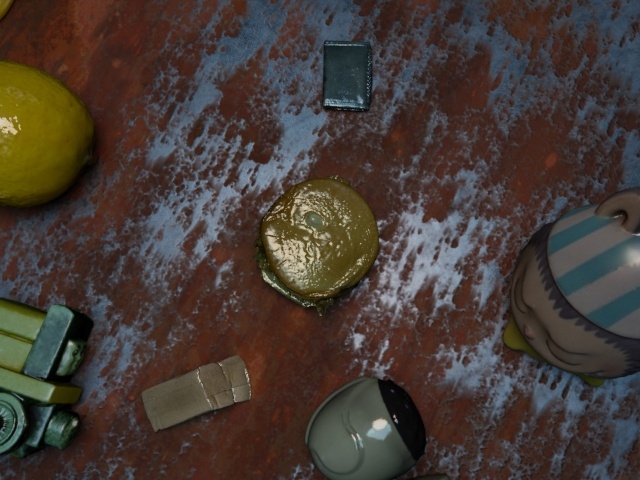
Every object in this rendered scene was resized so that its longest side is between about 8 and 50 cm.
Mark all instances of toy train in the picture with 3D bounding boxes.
[{"bbox_3d":[-0.555,0.191,1.023,0.397,0.160,0.253,17,74,4],"label":"toy train"}]

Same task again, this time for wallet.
[{"bbox_3d":[0.048,-0.295,1.139,0.088,0.026,0.129,2,80,-2],"label":"wallet"}]

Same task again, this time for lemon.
[{"bbox_3d":[-0.482,-0.165,1.035,0.219,0.240,0.240,17,82,-7],"label":"lemon"}]

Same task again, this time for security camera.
[{"bbox_3d":[0.095,0.347,0.962,0.191,0.197,0.277,-31,72,10],"label":"security camera"}]

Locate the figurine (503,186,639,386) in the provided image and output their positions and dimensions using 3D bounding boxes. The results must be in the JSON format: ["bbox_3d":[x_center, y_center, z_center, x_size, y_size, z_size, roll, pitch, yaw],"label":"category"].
[{"bbox_3d":[0.470,0.082,0.889,0.361,0.378,0.266,7,81,5],"label":"figurine"}]

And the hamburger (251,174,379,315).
[{"bbox_3d":[0.000,0.000,1.048,0.189,0.122,0.215,37,80,1],"label":"hamburger"}]

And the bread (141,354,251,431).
[{"bbox_3d":[-0.206,0.255,1.062,0.152,0.105,0.077,-24,80,30],"label":"bread"}]

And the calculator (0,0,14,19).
[{"bbox_3d":[-0.638,-0.484,1.192,0.146,0.032,0.235,22,81,6],"label":"calculator"}]
